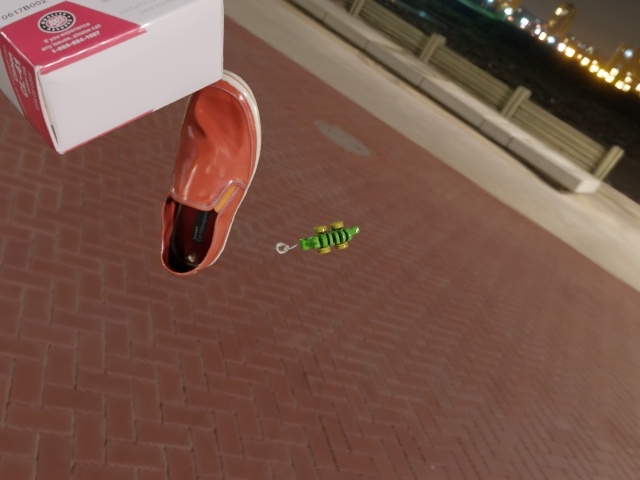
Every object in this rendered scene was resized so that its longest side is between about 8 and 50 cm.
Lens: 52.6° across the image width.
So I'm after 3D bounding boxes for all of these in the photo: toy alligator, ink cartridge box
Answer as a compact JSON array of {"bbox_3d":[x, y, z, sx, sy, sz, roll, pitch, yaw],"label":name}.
[{"bbox_3d":[0.000,0.000,1.350,0.190,0.056,0.051,-14,8,-17],"label":"toy alligator"},{"bbox_3d":[-0.288,-0.273,0.733,0.226,0.131,0.306,-36,70,-27],"label":"ink cartridge box"}]

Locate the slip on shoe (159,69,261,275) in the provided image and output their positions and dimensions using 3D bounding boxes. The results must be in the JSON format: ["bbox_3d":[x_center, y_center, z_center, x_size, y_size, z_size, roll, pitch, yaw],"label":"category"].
[{"bbox_3d":[-0.169,-0.086,0.952,0.123,0.331,0.101,21,28,2],"label":"slip on shoe"}]
